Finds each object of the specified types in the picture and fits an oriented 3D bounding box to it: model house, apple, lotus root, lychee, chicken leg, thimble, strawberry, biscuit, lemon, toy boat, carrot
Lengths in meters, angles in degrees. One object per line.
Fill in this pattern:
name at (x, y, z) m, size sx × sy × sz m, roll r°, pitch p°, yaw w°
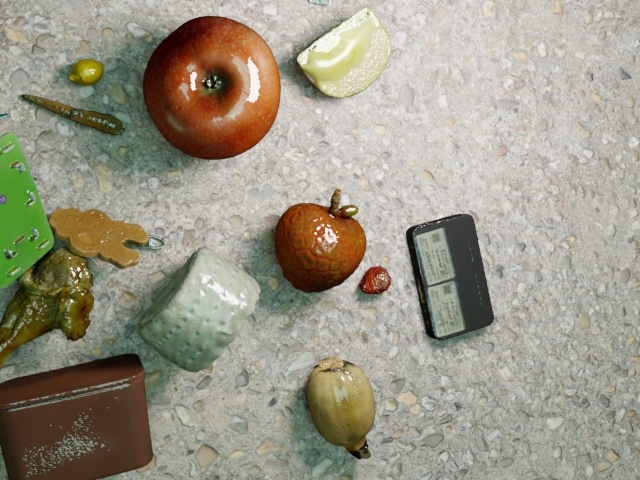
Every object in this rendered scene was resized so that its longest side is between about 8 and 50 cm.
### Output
model house at (-0.801, -0.109, 1.647) m, size 0.324 × 0.340 × 0.300 m, roll 5°, pitch 124°, yaw 18°
apple at (-0.260, -0.370, 1.738) m, size 0.349 × 0.277 × 0.348 m, roll 0°, pitch 95°, yaw -2°
lotus root at (0.066, 0.475, 1.969) m, size 0.183 × 0.183 × 0.309 m, roll -20°, pitch 105°, yaw -17°
lychee at (0.000, 0.000, 1.884) m, size 0.255 × 0.255 × 0.299 m, roll 17°, pitch 101°, yaw -19°
chicken leg at (-0.667, 0.187, 1.702) m, size 0.212 × 0.140 × 0.361 m, roll 27°, pitch 73°, yaw 4°
thimble at (-0.299, 0.165, 1.775) m, size 0.195 × 0.291 × 0.291 m, roll 39°, pitch 80°, yaw -15°
strawberry at (0.157, 0.116, 2.026) m, size 0.097 × 0.083 × 0.083 m, roll -22°, pitch 99°, yaw -8°
biscuit at (-0.550, -0.012, 1.760) m, size 0.236 × 0.144 × 0.040 m, roll 20°, pitch 131°, yaw -10°
lemon at (-0.577, -0.413, 1.755) m, size 0.092 × 0.065 × 0.065 m, roll -33°, pitch 102°, yaw -24°
apple at (0.065, -0.496, 1.947) m, size 0.265 × 0.120 × 0.193 m, roll -39°, pitch 116°, yaw -11°
toy boat at (-0.436, 0.004, 1.838) m, size 0.083 × 0.038 × 0.038 m, roll 6°, pitch 90°, yaw -18°
carrot at (-0.610, -0.316, 1.764) m, size 0.255 × 0.049 × 0.049 m, roll 17°, pitch 87°, yaw -14°

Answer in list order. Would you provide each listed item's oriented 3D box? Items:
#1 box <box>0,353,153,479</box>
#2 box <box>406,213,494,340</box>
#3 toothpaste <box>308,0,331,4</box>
box at (-0.583, 0.434, 1.704) m, size 0.340 × 0.239 × 0.229 m, roll -9°, pitch 98°, yaw -19°
box at (0.385, 0.107, 2.114) m, size 0.211 × 0.058 × 0.350 m, roll -14°, pitch 97°, yaw -16°
toothpaste at (0.008, -0.758, 1.956) m, size 0.064 × 0.041 × 0.218 m, roll 5°, pitch 93°, yaw -8°
